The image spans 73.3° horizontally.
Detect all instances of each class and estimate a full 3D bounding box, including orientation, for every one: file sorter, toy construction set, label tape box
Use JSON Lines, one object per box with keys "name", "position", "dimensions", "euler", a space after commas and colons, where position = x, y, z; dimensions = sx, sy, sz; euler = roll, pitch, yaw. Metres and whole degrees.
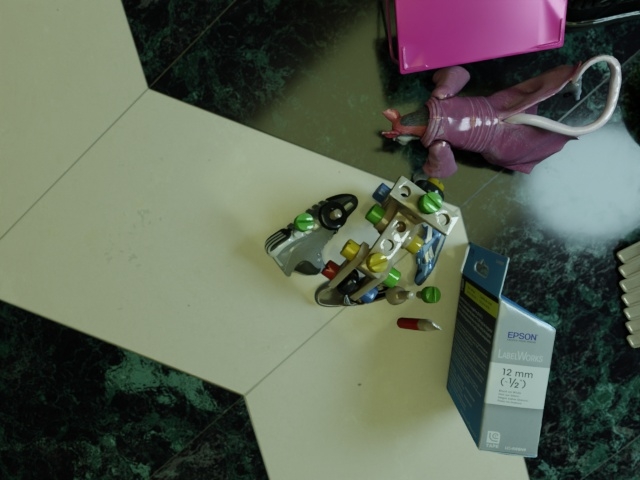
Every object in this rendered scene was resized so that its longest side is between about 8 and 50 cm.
{"name": "file sorter", "position": [0.272, -0.454, 0.808], "dimensions": [0.291, 0.182, 0.202], "euler": [-9, 118, 4]}
{"name": "toy construction set", "position": [0.148, 0.025, 0.788], "dimensions": [0.258, 0.237, 0.308], "euler": [-30, 92, -18]}
{"name": "label tape box", "position": [0.350, 0.192, 0.851], "dimensions": [0.115, 0.249, 0.347], "euler": [8, 96, 3]}

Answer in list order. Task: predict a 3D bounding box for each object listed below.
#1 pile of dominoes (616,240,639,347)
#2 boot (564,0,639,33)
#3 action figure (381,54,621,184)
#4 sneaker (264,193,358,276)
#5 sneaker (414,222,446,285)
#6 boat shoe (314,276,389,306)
{"name": "pile of dominoes", "position": [0.743, 0.108, 0.893], "dimensions": [0.196, 0.040, 0.251], "euler": [-7, 95, 43]}
{"name": "boot", "position": [0.599, -0.496, 0.746], "dimensions": [0.348, 0.260, 0.131], "euler": [-18, 86, 11]}
{"name": "action figure", "position": [0.299, -0.208, 0.817], "dimensions": [0.371, 0.276, 0.247], "euler": [-4, 102, -10]}
{"name": "sneaker", "position": [0.000, 0.000, 0.949], "dimensions": [0.229, 0.086, 0.132], "euler": [-32, 117, -5]}
{"name": "sneaker", "position": [0.229, 0.028, 0.944], "dimensions": [0.059, 0.053, 0.144], "euler": [20, 92, 7]}
{"name": "boat shoe", "position": [0.075, 0.112, 0.951], "dimensions": [0.183, 0.066, 0.066], "euler": [-13, 95, 4]}
